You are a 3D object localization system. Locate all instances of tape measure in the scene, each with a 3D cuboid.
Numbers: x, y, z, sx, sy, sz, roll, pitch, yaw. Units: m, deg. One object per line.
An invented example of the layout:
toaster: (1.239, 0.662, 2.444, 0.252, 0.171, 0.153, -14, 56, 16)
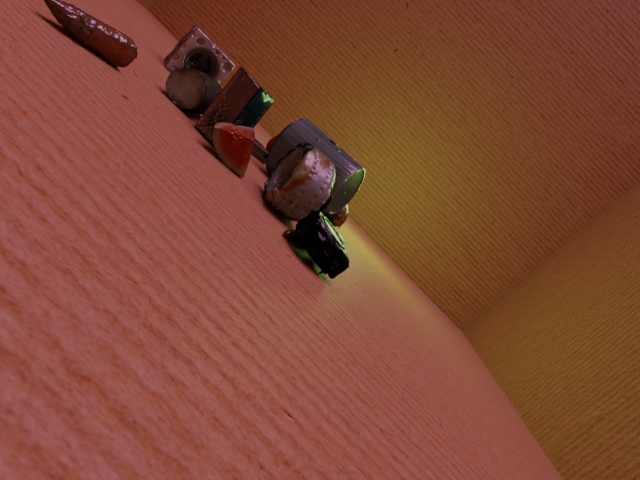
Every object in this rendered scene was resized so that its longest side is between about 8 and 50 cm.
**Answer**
tape measure: (0.000, 0.000, 1.320, 0.186, 0.112, 0.199, 55, 8, -29)

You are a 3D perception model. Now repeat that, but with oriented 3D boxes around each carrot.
carrot: (-0.066, -0.011, 1.379, 0.047, 0.047, 0.191, 49, 12, 22)
carrot: (-0.624, -0.572, 1.165, 0.102, 0.102, 0.263, 49, 11, 18)

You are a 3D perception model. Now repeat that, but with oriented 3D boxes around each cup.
cup: (-0.001, -0.347, 2.022, 0.392, 0.310, 0.400, 40, 32, 16)

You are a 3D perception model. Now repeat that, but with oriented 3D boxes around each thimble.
thimble: (-0.076, -0.200, 1.512, 0.167, 0.254, 0.288, 38, 38, -23)

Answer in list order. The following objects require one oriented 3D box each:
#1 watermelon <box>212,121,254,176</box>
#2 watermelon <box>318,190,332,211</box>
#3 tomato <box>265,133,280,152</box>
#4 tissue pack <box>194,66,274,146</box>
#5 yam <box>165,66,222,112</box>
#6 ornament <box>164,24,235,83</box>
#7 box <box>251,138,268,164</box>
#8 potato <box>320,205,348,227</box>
watermelon: (-0.297, -0.325, 1.434, 0.145, 0.193, 0.137, 12, -20, -20)
watermelon: (-0.063, -0.179, 1.786, 0.123, 0.129, 0.301, 28, -8, -38)
tomato: (-0.166, -0.456, 2.294, 0.259, 0.180, 0.260, 24, -21, 10)
tissue pack: (-0.309, -0.466, 1.561, 0.134, 0.271, 0.192, 42, 8, 2)
yam: (-0.469, -0.565, 1.642, 0.161, 0.161, 0.268, 45, 12, -5)
ornament: (-0.609, -0.893, 2.158, 0.239, 0.240, 0.240, 40, 10, -34)
box: (-0.342, -0.473, 2.098, 0.201, 0.058, 0.141, 37, 13, -46)
potato: (0.056, -0.182, 2.247, 0.140, 0.173, 0.300, 32, 22, -34)
